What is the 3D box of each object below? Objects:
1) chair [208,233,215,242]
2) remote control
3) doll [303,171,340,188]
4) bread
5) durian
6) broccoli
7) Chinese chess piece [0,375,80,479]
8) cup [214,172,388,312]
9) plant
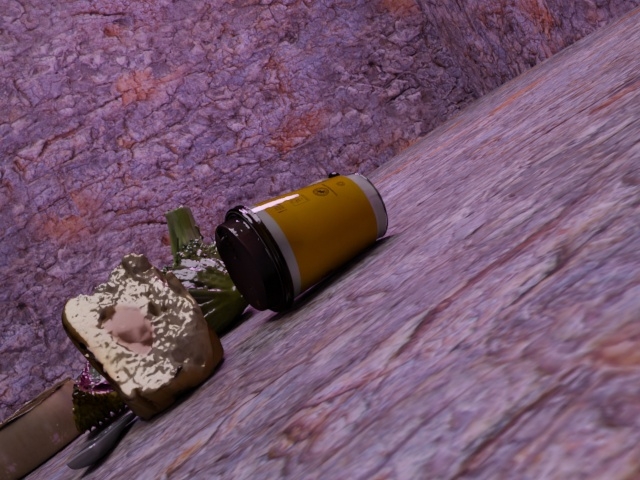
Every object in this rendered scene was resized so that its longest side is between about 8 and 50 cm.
[{"bbox_3d":[-0.245,0.042,2.347,0.158,0.172,0.247,-34,48,-5],"label":"chair"},{"bbox_3d":[-0.312,0.291,1.031,0.049,0.027,0.184,-32,0,2],"label":"remote control"},{"bbox_3d":[-0.028,-0.037,1.524,0.234,0.135,0.143,-36,-28,10],"label":"doll"},{"bbox_3d":[-0.264,0.148,1.078,0.183,0.224,0.211,-41,14,-16],"label":"bread"},{"bbox_3d":[-0.382,0.286,1.284,0.108,0.119,0.187,3,13,-9],"label":"durian"},{"bbox_3d":[-0.319,0.058,2.020,0.249,0.302,0.375,5,2,2],"label":"broccoli"},{"bbox_3d":[-0.571,0.379,1.399,0.257,0.104,0.257,-33,5,4],"label":"Chinese chess piece"},{"bbox_3d":[-0.029,-0.006,1.226,0.279,0.197,0.196,-26,1,-25],"label":"cup"},{"bbox_3d":[-0.173,0.082,1.401,0.333,0.180,0.251,-25,20,43],"label":"plant"}]
